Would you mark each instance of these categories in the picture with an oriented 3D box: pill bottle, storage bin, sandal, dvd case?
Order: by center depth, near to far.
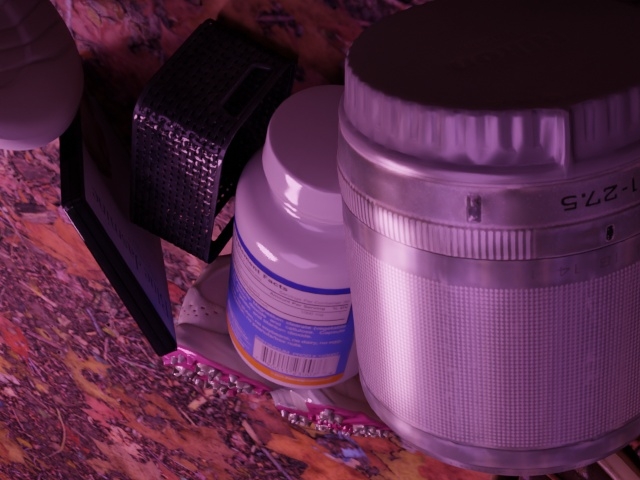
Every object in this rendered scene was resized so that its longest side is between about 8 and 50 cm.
[{"bbox_3d":[0.000,0.000,0.913,0.152,0.152,0.272,26,145,11],"label":"pill bottle"},{"bbox_3d":[-0.094,-0.081,0.916,0.084,0.122,0.180,28,146,7],"label":"storage bin"},{"bbox_3d":[-0.371,-0.209,0.961,0.416,0.169,0.102,40,145,14],"label":"sandal"},{"bbox_3d":[-0.188,-0.035,0.984,0.022,0.253,0.180,-23,127,2],"label":"dvd case"}]

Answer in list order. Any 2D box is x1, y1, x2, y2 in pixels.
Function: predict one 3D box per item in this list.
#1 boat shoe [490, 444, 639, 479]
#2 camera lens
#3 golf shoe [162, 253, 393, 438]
[{"bbox_3d":[0.202,0.196,0.973,0.123,0.123,0.342,-42,102,10],"label":"boat shoe"},{"bbox_3d":[0.126,-0.002,0.712,0.219,0.219,0.274,12,126,29],"label":"camera lens"},{"bbox_3d":[-0.017,0.116,1.114,0.115,0.140,0.306,-8,151,46],"label":"golf shoe"}]
